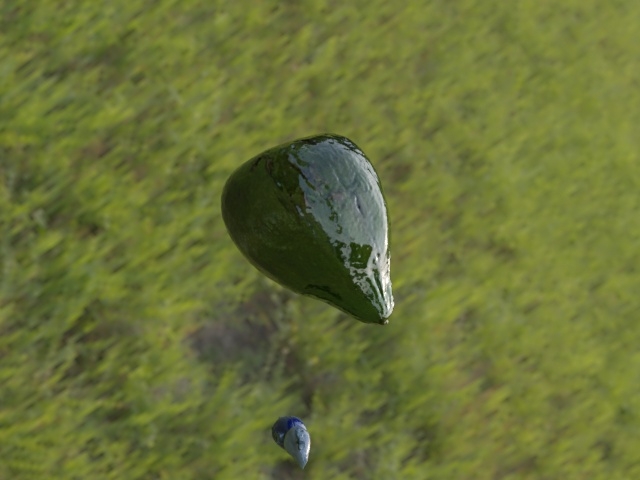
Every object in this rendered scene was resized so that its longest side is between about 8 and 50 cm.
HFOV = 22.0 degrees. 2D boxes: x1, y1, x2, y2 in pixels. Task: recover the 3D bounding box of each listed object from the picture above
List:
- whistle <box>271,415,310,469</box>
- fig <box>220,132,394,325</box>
[{"bbox_3d":[-0.023,0.162,1.348,0.083,0.029,0.033,-143,-130,-74],"label":"whistle"},{"bbox_3d":[0.000,0.000,1.233,0.156,0.123,0.123,66,19,-3],"label":"fig"}]
